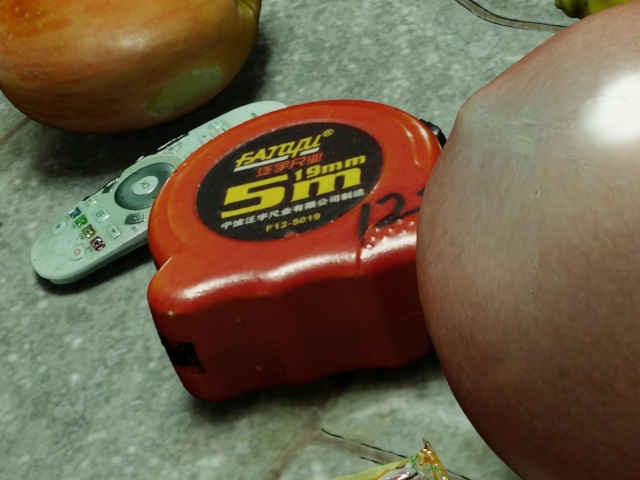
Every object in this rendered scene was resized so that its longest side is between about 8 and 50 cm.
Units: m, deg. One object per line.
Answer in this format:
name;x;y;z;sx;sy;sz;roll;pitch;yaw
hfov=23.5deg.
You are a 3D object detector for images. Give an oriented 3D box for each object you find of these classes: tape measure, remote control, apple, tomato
tape measure;-0.001;0.000;1.137;0.253;0.114;0.260;-12;35;8
remote control;-0.127;-0.040;1.289;0.256;0.045;0.097;-29;38;-9
apple;-0.176;-0.216;1.370;0.241;0.242;0.242;-13;38;4
tomato;0.208;0.011;0.875;0.321;0.321;0.321;-11;39;9

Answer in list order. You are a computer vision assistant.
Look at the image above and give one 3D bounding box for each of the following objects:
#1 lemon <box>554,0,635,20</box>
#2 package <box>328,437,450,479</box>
lemon;0.327;-0.239;1.190;0.284;0.260;0.260;-4;40;19
package;0.036;0.181;0.967;0.120;0.031;0.108;-20;38;-2
